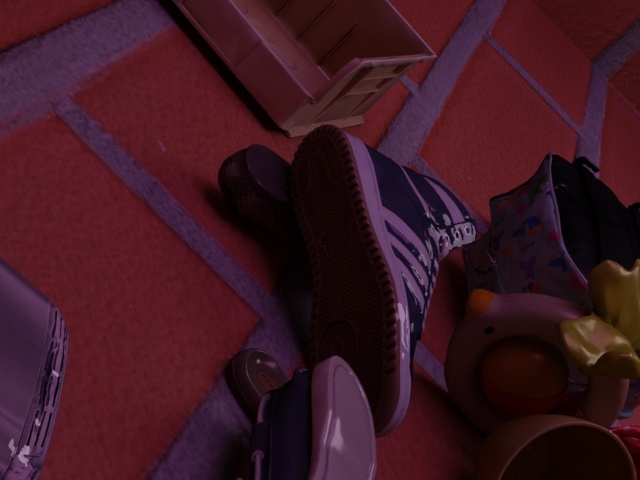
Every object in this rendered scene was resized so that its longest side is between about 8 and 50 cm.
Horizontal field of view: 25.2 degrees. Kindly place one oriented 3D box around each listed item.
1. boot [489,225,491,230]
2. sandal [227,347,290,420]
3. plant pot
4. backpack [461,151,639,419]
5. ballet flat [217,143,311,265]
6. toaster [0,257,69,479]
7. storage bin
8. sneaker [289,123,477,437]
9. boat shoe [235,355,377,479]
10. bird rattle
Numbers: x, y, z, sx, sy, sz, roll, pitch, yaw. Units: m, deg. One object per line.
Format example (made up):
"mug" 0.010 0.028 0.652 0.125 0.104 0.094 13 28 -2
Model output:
"boot" 0.249 0.017 1.684 0.086 0.069 0.190 37 22 -7
"sandal" 0.002 0.144 1.047 0.180 0.049 0.072 52 22 13
"plant pot" 0.183 0.199 1.203 0.134 0.134 0.095 37 0 -23
"backpack" 0.267 0.061 1.481 0.225 0.191 0.253 37 23 -25
"ballet flat" 0.000 0.000 1.296 0.250 0.058 0.084 36 36 -33
"toaster" -0.214 0.063 0.698 0.146 0.129 0.227 42 20 -23
"storage bin" -0.038 -0.254 1.559 0.262 0.123 0.260 50 22 8
"sneaker" 0.067 0.042 1.211 0.153 0.099 0.282 21 48 -41
"boat shoe" -0.018 0.175 0.914 0.095 0.079 0.255 52 25 -33
"bird rattle" 0.215 0.126 1.288 0.206 0.254 0.143 14 45 12
